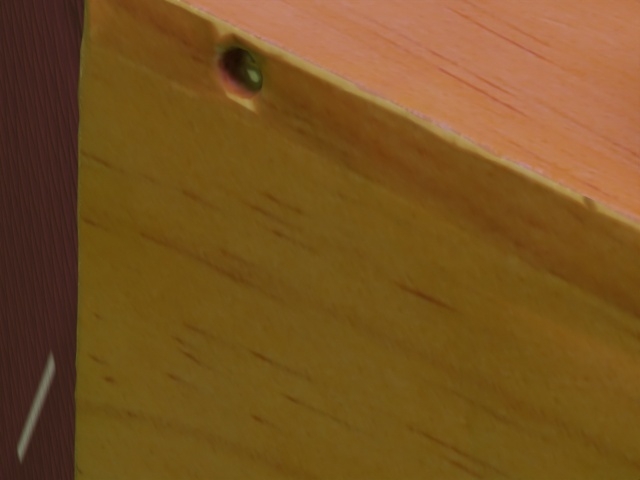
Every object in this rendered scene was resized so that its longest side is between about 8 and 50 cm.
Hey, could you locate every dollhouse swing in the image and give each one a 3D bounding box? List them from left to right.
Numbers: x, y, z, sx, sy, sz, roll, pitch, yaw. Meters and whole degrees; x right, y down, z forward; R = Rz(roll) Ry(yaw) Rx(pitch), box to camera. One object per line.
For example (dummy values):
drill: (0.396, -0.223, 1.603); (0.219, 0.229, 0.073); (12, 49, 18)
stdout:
dollhouse swing: (0.073, 0.022, 0.689); (0.315, 0.305, 0.347); (28, 132, 26)
